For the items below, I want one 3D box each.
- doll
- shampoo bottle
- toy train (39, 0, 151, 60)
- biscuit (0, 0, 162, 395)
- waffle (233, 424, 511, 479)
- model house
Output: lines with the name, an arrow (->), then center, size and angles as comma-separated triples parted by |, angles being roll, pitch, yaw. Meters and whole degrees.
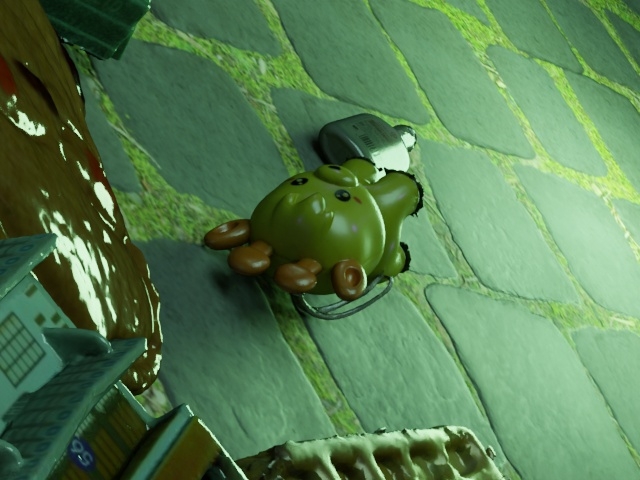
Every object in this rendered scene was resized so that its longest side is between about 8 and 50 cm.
doll -> 0.000, 0.000, 1.504 | 0.143, 0.135, 0.221 | 22, 24, 19
shampoo bottle -> 0.055, -0.093, 1.803 | 0.080, 0.040, 0.165 | 51, 24, 7
toy train -> -0.239, -0.275, 1.404 | 0.330, 0.178, 0.138 | 24, 34, -42
biscuit -> -0.209, -0.080, 1.159 | 0.350, 0.078, 0.455 | 50, 15, -55
waffle -> 0.061, 0.243, 1.269 | 0.327, 0.098, 0.224 | 3, 52, -60
model house -> -0.183, 0.130, 0.890 | 0.215, 0.198, 0.224 | 50, 26, -8
